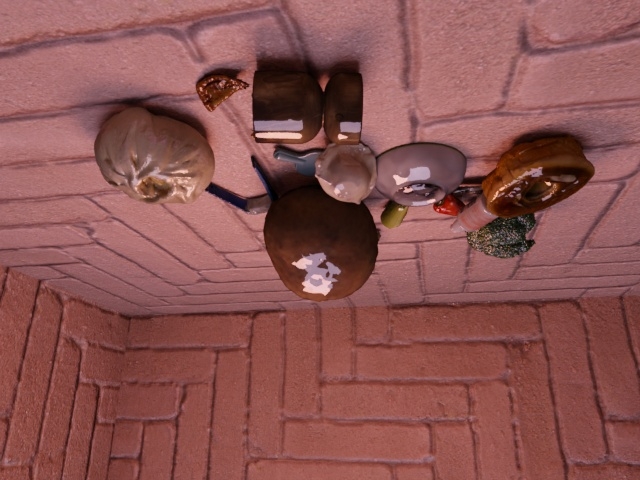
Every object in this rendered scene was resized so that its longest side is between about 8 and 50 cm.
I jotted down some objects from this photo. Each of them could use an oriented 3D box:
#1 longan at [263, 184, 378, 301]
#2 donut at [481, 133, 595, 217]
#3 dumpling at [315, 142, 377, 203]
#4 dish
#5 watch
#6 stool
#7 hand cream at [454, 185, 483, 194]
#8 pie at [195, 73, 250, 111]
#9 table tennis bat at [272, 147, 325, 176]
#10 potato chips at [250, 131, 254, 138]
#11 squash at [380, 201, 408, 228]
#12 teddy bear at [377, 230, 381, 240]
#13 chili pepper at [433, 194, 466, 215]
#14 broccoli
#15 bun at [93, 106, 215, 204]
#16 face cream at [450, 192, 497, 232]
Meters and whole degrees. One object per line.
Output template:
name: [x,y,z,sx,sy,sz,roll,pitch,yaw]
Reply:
longan: [0.008,-0.001,1.869,0.404,0.404,0.436,-12,113,29]
donut: [0.674,-0.205,1.640,0.330,0.160,0.330,-13,157,-5]
dumpling: [0.090,-0.218,1.632,0.258,0.193,0.147,37,179,-41]
dish: [0.327,-0.189,1.731,0.324,0.124,0.324,1,159,0]
watch: [-0.243,-0.188,1.849,0.276,0.068,0.274,-14,150,35]
stool: [-0.033,-0.330,1.292,0.264,0.179,0.179,2,159,-2]
hand cream: [0.582,-0.189,1.830,0.248,0.052,0.075,0,172,3]
pie: [-0.265,-0.393,1.333,0.088,0.033,0.191,28,152,-37]
table tennis bat: [-0.042,-0.257,1.684,0.244,0.040,0.153,9,153,-31]
potato chips: [-0.107,-0.321,1.533,0.204,0.026,0.037,-4,156,13]
squash: [0.299,-0.120,1.968,0.075,0.090,0.200,-3,160,-18]
teddy bear: [0.139,0.075,2.235,0.267,0.156,0.256,-36,164,25]
chili pepper: [0.460,-0.139,1.924,0.192,0.084,0.086,11,141,-38]
broccoli: [0.686,-0.058,1.984,0.269,0.261,0.241,-14,-166,41]
bun: [-0.491,-0.219,1.541,0.365,0.219,0.365,4,160,1]
face cream: [0.551,-0.085,1.873,0.101,0.101,0.251,7,157,-17]
